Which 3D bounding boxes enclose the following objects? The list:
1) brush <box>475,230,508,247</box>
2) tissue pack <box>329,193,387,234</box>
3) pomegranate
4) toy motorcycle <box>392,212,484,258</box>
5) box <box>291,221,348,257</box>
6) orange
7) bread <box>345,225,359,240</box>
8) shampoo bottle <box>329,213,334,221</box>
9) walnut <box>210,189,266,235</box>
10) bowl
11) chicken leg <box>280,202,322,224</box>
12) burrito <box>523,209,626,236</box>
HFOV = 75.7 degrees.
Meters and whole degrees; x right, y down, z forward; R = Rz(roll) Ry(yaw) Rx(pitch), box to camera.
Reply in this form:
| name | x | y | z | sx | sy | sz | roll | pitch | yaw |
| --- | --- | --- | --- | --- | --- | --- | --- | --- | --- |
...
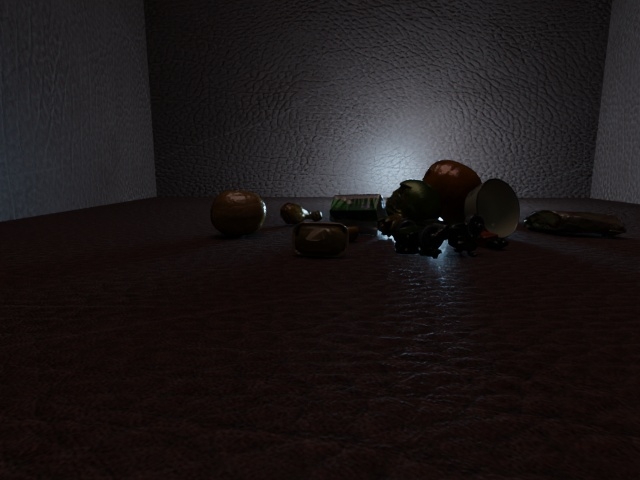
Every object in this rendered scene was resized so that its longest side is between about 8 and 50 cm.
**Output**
| name | x | y | z | sx | sy | sz | roll | pitch | yaw |
| --- | --- | --- | --- | --- | --- | --- | --- | --- | --- |
| brush | 0.558 | -0.014 | 1.512 | 0.070 | 0.051 | 0.323 | -10 | 15 | -15 |
| tissue pack | 0.158 | -0.099 | 1.740 | 0.208 | 0.156 | 0.148 | 2 | -33 | 24 |
| pomegranate | 0.356 | -0.112 | 1.674 | 0.235 | 0.236 | 0.302 | 11 | 45 | 46 |
| toy motorcycle | 0.374 | -0.014 | 1.324 | 0.275 | 0.127 | 0.205 | -11 | 12 | -19 |
| box | 0.000 | 0.000 | 1.280 | 0.177 | 0.111 | 0.111 | 1 | 10 | 8 |
| orange | 0.590 | -0.211 | 1.820 | 0.310 | 0.274 | 0.274 | 35 | 16 | 5 |
| bread | 0.092 | -0.021 | 1.522 | 0.103 | 0.049 | 0.062 | -6 | -22 | -27 |
| shampoo bottle | 0.151 | -0.122 | 2.102 | 0.212 | 0.049 | 0.072 | -3 | 15 | -16 |
| walnut | -0.327 | -0.111 | 1.649 | 0.221 | 0.196 | 0.195 | -9 | 13 | -22 |
| bowl | 0.665 | -0.119 | 1.646 | 0.237 | 0.238 | 0.126 | -5 | -4 | -28 |
| chicken leg | -0.089 | -0.128 | 2.017 | 0.251 | 0.108 | 0.087 | 1 | -11 | -43 |
| burrito | 1.033 | -0.071 | 1.688 | 0.347 | 0.107 | 0.175 | 6 | -2 | 20 |
